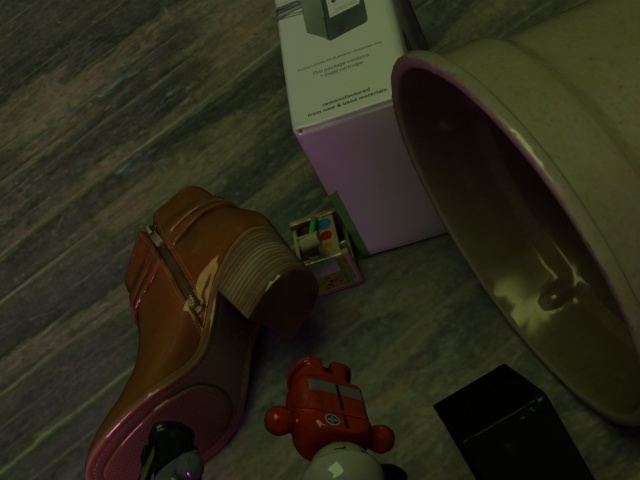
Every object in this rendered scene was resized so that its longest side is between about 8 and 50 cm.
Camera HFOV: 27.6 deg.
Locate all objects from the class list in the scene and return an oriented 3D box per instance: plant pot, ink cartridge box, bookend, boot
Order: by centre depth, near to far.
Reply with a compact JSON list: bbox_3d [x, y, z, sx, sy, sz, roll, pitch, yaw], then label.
[{"bbox_3d":[0.166,0.190,1.012,0.072,0.156,0.157,-30,93,-1],"label":"bookend"},{"bbox_3d":[0.272,-0.077,1.014,0.305,0.334,0.334,-32,49,-7],"label":"plant pot"},{"bbox_3d":[-0.149,0.082,1.222,0.283,0.109,0.220,-54,41,1],"label":"boot"},{"bbox_3d":[0.044,-0.156,1.256,0.115,0.198,0.273,-17,50,11],"label":"ink cartridge box"}]

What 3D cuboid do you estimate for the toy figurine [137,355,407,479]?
[{"bbox_3d":[-0.025,0.220,0.989,0.209,0.213,0.148,-22,36,5],"label":"toy figurine"}]

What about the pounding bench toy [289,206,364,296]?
[{"bbox_3d":[0.000,0.000,1.231,0.052,0.083,0.065,-19,50,9],"label":"pounding bench toy"}]
